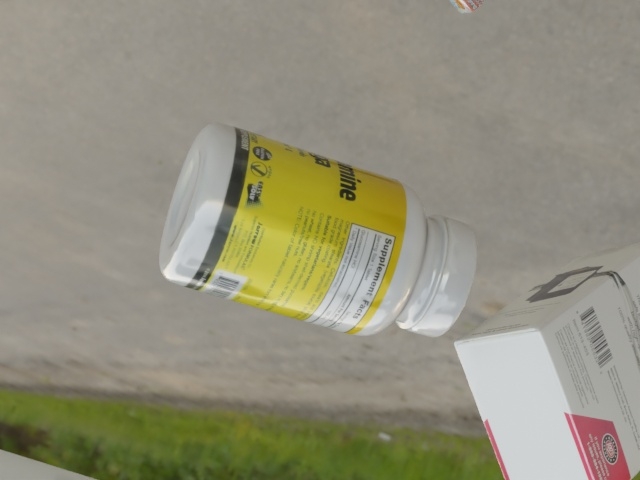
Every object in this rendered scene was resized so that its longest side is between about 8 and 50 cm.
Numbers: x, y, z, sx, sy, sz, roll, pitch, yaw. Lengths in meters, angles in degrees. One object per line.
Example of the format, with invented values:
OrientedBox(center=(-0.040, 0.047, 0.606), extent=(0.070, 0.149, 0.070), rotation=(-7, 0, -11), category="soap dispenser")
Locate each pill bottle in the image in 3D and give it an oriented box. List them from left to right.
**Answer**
OrientedBox(center=(0.000, 0.000, 1.361), extent=(0.333, 0.188, 0.188), rotation=(17, 167, -16), category="pill bottle")

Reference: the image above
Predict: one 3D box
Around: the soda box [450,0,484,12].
OrientedBox(center=(0.194, -0.444, 1.869), extent=(0.183, 0.063, 0.058), rotation=(47, 176, -17), category="soda box")

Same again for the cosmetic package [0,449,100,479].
OrientedBox(center=(-0.296, 0.390, 1.417), extent=(0.365, 0.155, 0.197), rotation=(18, 135, -11), category="cosmetic package")

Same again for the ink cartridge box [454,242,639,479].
OrientedBox(center=(0.253, 0.122, 1.118), extent=(0.100, 0.237, 0.172), rotation=(-15, 98, 45), category="ink cartridge box")
